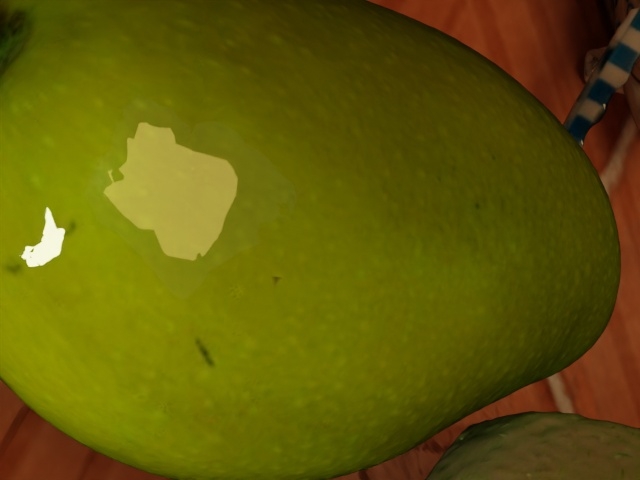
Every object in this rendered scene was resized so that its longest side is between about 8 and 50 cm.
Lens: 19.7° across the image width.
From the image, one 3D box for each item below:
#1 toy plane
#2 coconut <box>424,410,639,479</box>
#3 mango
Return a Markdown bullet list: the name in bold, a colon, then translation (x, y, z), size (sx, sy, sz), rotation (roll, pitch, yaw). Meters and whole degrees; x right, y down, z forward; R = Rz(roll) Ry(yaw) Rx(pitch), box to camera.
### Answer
- **toy plane**: translation (0.161, -0.180, 0.933), size (0.182, 0.107, 0.273), rotation (-21, 78, 2)
- **coconut**: translation (0.103, 0.193, 0.757), size (0.204, 0.236, 0.236), rotation (22, 65, 7)
- **mango**: translation (0.000, 0.000, 0.716), size (0.343, 0.156, 0.192), rotation (9, 81, -40)
